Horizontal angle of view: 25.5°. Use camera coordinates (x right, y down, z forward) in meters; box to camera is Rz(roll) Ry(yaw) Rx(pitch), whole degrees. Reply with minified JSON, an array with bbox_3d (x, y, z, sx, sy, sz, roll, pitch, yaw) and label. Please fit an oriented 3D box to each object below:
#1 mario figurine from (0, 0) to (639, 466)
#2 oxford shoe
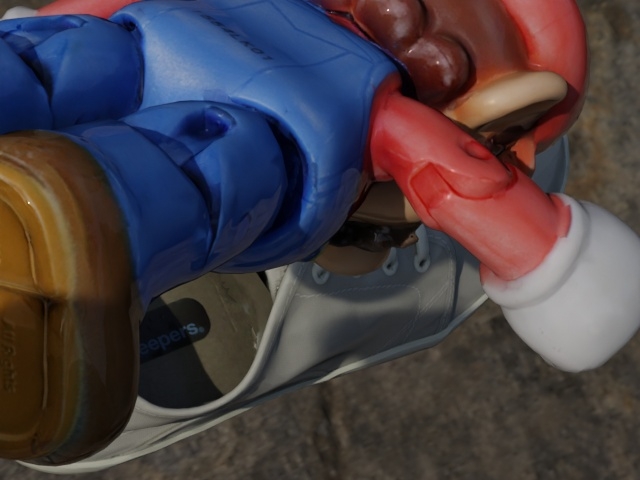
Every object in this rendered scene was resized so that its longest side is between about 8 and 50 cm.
[{"bbox_3d":[-0.018,-0.013,0.472,0.320,0.170,0.198,-22,84,-50],"label":"mario figurine"},{"bbox_3d":[0.000,0.000,0.853,0.449,0.130,0.169,-26,76,-31],"label":"oxford shoe"}]
